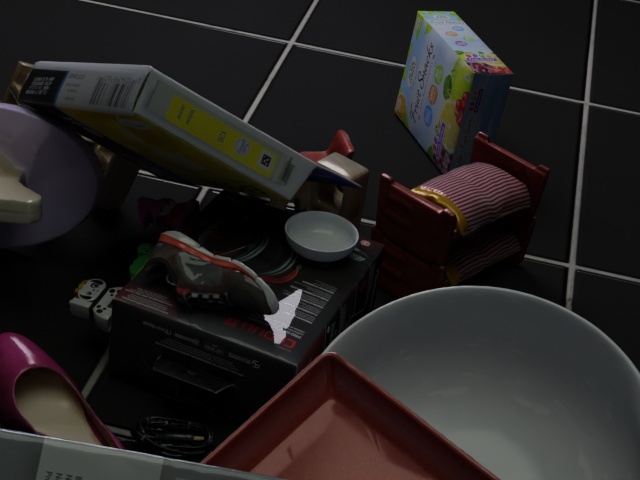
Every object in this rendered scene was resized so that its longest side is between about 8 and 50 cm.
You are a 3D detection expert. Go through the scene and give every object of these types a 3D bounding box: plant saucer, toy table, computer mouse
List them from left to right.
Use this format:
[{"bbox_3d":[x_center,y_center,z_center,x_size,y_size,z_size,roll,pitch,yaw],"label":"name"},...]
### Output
[{"bbox_3d":[-0.408,-0.063,1.468,0.274,0.252,0.161,-6,14,15],"label":"toy table"},{"bbox_3d":[-0.226,0.196,1.279,0.242,0.041,0.071,-2,34,-16],"label":"computer mouse"},{"bbox_3d":[0.010,0.252,1.065,0.258,0.047,0.259,36,64,29],"label":"plant saucer"}]

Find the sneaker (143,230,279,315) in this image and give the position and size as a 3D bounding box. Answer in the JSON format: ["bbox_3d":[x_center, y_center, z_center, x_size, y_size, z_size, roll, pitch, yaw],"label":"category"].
[{"bbox_3d":[-0.116,0.050,1.324,0.158,0.061,0.065,25,64,24],"label":"sneaker"}]

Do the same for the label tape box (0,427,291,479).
[{"bbox_3d":[-0.118,0.214,0.893,0.348,0.249,0.115,13,74,-7],"label":"label tape box"}]

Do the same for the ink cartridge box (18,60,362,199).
[{"bbox_3d":[-0.158,-0.112,1.493,0.307,0.072,0.304,31,-12,-34],"label":"ink cartridge box"}]

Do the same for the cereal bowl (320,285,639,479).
[{"bbox_3d":[0.145,0.214,1.198,0.339,0.141,0.339,-4,52,5],"label":"cereal bowl"}]

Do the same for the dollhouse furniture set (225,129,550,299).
[{"bbox_3d":[0.077,-0.078,1.656,0.374,0.152,0.201,31,40,31],"label":"dollhouse furniture set"}]

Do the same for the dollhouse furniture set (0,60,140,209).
[{"bbox_3d":[-0.388,-0.118,1.672,0.242,0.161,0.212,11,26,-38],"label":"dollhouse furniture set"}]

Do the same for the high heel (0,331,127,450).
[{"bbox_3d":[-0.243,0.161,1.202,0.082,0.117,0.244,-13,57,-30],"label":"high heel"}]

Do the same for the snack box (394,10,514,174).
[{"bbox_3d":[0.190,-0.214,1.867,0.070,0.174,0.207,-2,34,-20],"label":"snack box"}]

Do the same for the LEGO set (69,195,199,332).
[{"bbox_3d":[-0.230,0.040,1.480,0.093,0.087,0.227,15,40,15],"label":"LEGO set"}]

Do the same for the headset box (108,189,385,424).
[{"bbox_3d":[-0.083,0.082,1.418,0.218,0.110,0.293,19,35,15],"label":"headset box"}]

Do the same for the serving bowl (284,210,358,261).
[{"bbox_3d":[0.000,0.000,1.435,0.083,0.027,0.083,6,33,-4],"label":"serving bowl"}]
